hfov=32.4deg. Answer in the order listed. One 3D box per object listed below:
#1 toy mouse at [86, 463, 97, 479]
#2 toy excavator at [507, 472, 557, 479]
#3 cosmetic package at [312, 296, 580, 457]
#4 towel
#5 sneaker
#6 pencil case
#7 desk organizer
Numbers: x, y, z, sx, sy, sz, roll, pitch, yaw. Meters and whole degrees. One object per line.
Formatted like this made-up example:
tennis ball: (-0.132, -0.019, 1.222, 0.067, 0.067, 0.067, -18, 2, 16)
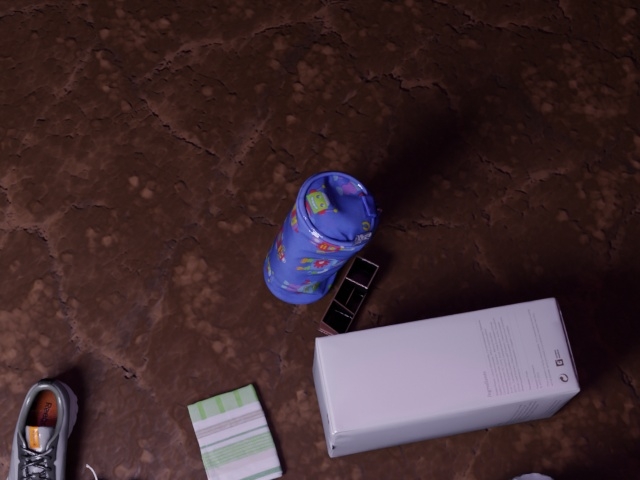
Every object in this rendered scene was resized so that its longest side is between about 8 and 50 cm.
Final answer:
toy mouse: (-0.329, 0.419, 1.647, 0.143, 0.031, 0.161, -38, 75, -15)
toy excavator: (0.158, 0.487, 1.562, 0.445, 0.222, 0.433, -35, 73, -5)
cosmetic package: (0.179, 0.211, 1.658, 0.366, 0.197, 0.155, -8, 70, -6)
towel: (-0.133, 0.310, 1.704, 0.113, 0.023, 0.152, -16, 69, -10)
sneaker: (-0.423, 0.335, 1.637, 0.100, 0.108, 0.271, 2, 71, -4)
pencil case: (0.000, 0.000, 1.674, 0.133, 0.306, 0.119, -1, 70, -15)
desk organizer: (0.047, 0.092, 1.772, 0.047, 0.050, 0.130, 26, 71, 8)
